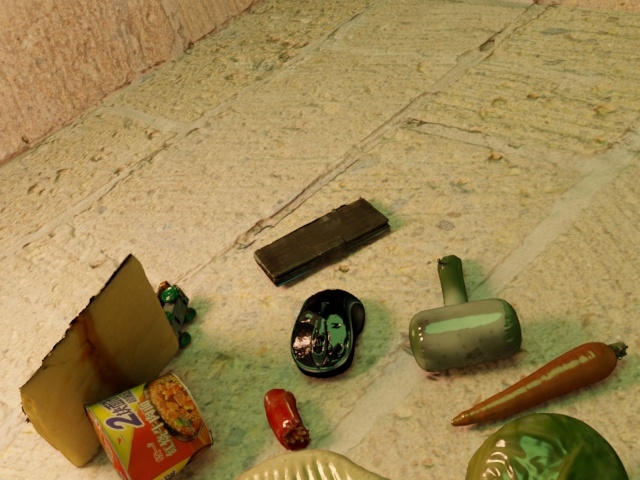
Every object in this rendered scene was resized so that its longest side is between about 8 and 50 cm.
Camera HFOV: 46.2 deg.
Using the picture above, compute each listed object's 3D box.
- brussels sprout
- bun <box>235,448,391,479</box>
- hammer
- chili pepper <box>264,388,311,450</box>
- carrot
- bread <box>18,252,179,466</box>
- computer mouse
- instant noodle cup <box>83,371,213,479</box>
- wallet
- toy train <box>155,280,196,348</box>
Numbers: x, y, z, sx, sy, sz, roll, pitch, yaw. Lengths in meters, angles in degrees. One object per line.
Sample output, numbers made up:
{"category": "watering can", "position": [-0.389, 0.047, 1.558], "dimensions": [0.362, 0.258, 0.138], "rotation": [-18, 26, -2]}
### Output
{"category": "brussels sprout", "position": [0.318, 0.365, 1.068], "dimensions": [0.244, 0.244, 0.244], "rotation": [-13, 36, 10]}
{"category": "bun", "position": [-0.007, 0.478, 1.049], "dimensions": [0.353, 0.227, 0.349], "rotation": [-25, 36, -11]}
{"category": "hammer", "position": [0.273, 0.119, 1.494], "dimensions": [0.207, 0.118, 0.335], "rotation": [-11, 30, 9]}
{"category": "chili pepper", "position": [-0.066, 0.331, 1.405], "dimensions": [0.070, 0.073, 0.123], "rotation": [-53, 32, 11]}
{"category": "carrot", "position": [0.381, 0.254, 1.297], "dimensions": [0.336, 0.069, 0.069], "rotation": [-26, 36, -2]}
{"category": "bread", "position": [-0.472, 0.210, 1.463], "dimensions": [0.242, 0.405, 0.345], "rotation": [29, 65, 34]}
{"category": "computer mouse", "position": [0.015, 0.176, 1.542], "dimensions": [0.137, 0.096, 0.233], "rotation": [-9, 36, 15]}
{"category": "instant noodle cup", "position": [-0.312, 0.354, 1.392], "dimensions": [0.174, 0.213, 0.213], "rotation": [-29, 36, -24]}
{"category": "wallet", "position": [0.000, 0.001, 1.822], "dimensions": [0.317, 0.044, 0.169], "rotation": [-27, 33, -12]}
{"category": "toy train", "position": [-0.369, 0.188, 1.724], "dimensions": [0.136, 0.091, 0.227], "rotation": [-19, 36, 20]}
